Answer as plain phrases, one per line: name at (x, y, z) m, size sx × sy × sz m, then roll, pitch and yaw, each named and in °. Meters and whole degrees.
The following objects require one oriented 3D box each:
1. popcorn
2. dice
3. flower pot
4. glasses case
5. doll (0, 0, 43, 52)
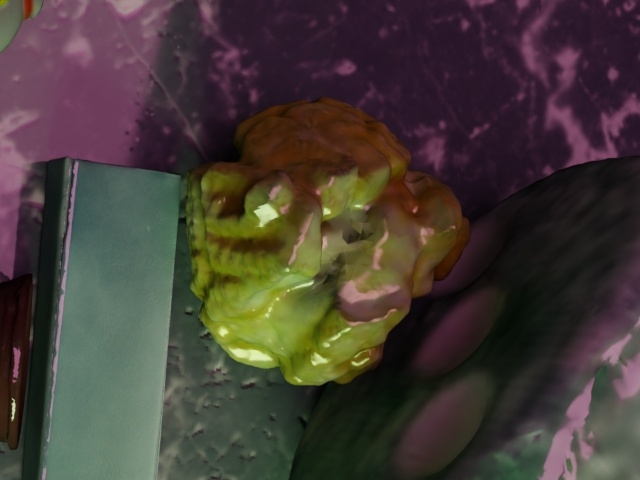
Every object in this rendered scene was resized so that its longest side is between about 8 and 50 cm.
popcorn at (0.001, 0.000, 0.910) m, size 0.185 × 0.167 × 0.187 m, roll -40°, pitch 110°, yaw -24°
dice at (0.200, 0.164, 0.918) m, size 0.330 × 0.348 × 0.328 m, roll 44°, pitch 73°, yaw -13°
flower pot at (-0.228, 0.072, 0.849) m, size 0.089 × 0.111 × 0.111 m, roll 4°, pitch 89°, yaw -10°
glasses case at (-0.153, 0.082, 0.910) m, size 0.105 × 0.056 × 0.266 m, roll 7°, pitch 88°, yaw -49°
doll at (-0.238, -0.199, 0.848) m, size 0.142 × 0.076 × 0.245 m, roll -4°, pitch 88°, yaw -24°
